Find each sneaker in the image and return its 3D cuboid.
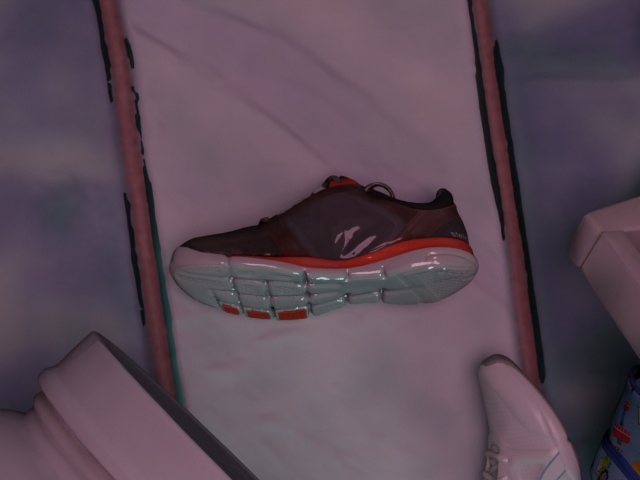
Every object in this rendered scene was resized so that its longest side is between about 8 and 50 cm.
[{"bbox_3d":[0.000,0.000,0.762,0.157,0.061,0.065,-1,63,-9],"label":"sneaker"},{"bbox_3d":[0.107,0.135,0.768,0.061,0.053,0.152,-20,93,-5],"label":"sneaker"}]

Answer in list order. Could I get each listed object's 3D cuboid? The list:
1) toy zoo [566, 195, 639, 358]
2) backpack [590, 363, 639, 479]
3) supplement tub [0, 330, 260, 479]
[{"bbox_3d":[0.248,0.058,0.711,0.192,0.030,0.293,-6,48,-26],"label":"toy zoo"},{"bbox_3d":[0.205,0.144,0.734,0.173,0.158,0.117,38,103,7],"label":"backpack"},{"bbox_3d":[-0.144,0.226,0.637,0.331,0.241,0.241,-45,95,-6],"label":"supplement tub"}]
